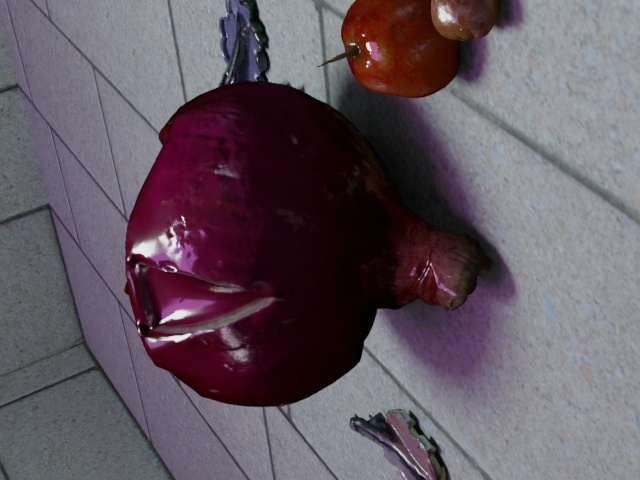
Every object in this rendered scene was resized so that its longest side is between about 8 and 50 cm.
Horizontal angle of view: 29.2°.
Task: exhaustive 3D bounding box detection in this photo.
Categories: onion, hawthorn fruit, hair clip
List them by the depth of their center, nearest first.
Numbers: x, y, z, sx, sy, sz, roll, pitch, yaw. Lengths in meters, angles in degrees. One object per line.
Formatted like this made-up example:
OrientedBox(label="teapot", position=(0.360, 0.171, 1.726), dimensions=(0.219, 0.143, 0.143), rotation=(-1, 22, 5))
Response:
OrientedBox(label="hawthorn fruit", position=(0.131, -0.237, 1.149), dimensions=(0.066, 0.066, 0.103), rotation=(-1, 105, 68))
OrientedBox(label="hawthorn fruit", position=(0.079, -0.204, 1.232), dimensions=(0.125, 0.140, 0.125), rotation=(0, 90, 41))
OrientedBox(label="onion", position=(0.000, 0.000, 1.433), dimensions=(0.420, 0.398, 0.399), rotation=(-5, 112, 24))
OrientedBox(label="hair clip", position=(0.118, 0.302, 1.743), dimensions=(0.187, 0.056, 0.146), rotation=(40, 146, 35))
OrientedBox(label="hair clip", position=(-0.121, -0.269, 1.749), dimensions=(0.124, 0.052, 0.195), rotation=(48, 147, 30))
